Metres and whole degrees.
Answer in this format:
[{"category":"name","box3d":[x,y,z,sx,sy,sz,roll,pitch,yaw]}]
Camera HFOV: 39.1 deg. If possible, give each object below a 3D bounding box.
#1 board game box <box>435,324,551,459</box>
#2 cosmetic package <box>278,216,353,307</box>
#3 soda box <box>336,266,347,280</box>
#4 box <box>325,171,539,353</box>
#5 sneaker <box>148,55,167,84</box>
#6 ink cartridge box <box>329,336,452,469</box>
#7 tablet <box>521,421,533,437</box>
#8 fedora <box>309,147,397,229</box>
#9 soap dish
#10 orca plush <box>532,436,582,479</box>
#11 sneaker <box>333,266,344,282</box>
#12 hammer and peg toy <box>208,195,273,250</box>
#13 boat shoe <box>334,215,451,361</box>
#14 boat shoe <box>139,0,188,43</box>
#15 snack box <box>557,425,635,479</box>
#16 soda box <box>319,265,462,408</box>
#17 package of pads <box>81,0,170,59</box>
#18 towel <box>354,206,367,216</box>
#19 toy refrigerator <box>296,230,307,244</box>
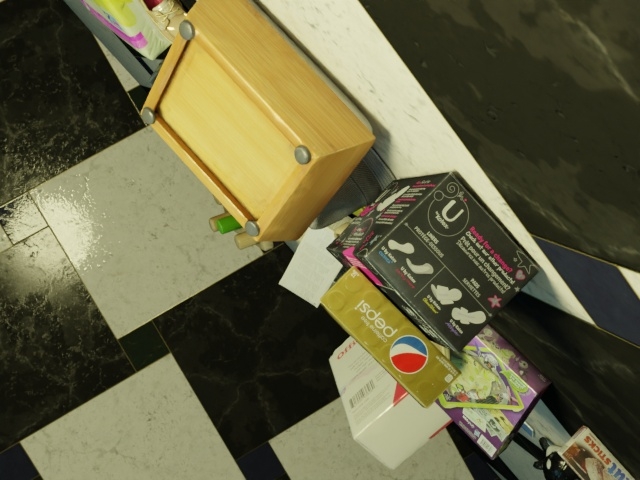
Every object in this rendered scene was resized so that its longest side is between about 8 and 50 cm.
[{"category":"board game box","box3d":[0.221,0.194,1.565,0.347,0.056,0.208,45,145,25]},{"category":"cosmetic package","box3d":[0.002,0.032,1.816,0.099,0.060,0.239,34,140,3]},{"category":"soda box","box3d":[0.124,0.126,2.020,0.091,0.098,0.286,44,172,27]},{"category":"box","box3d":[0.129,0.021,1.112,0.163,0.142,0.247,46,175,-8]},{"category":"sneaker","box3d":[-0.222,-0.284,1.647,0.111,0.121,0.300,50,173,-32]},{"category":"ink cartridge box","box3d":[0.158,0.280,1.843,0.131,0.226,0.306,43,-168,-21]},{"category":"tablet","box3d":[0.454,0.411,2.005,0.054,0.006,0.083,44,173,25]},{"category":"fedora","box3d":[-0.009,-0.101,1.345,0.244,0.124,0.275,49,174,-20]},{"category":"soap dish","box3d":[-0.093,-0.156,1.167,0.291,0.118,0.229,47,136,7]},{"category":"orca plush","box3d":[0.485,0.500,1.906,0.151,0.102,0.287,47,174,4]},{"category":"sneaker","box3d":[0.000,0.000,2.074,0.271,0.100,0.108,48,169,-7]},{"category":"hammer and peg toy","box3d":[-0.217,-0.137,2.116,0.361,0.127,0.266,30,137,61]},{"category":"boat shoe","box3d":[0.117,0.100,1.498,0.302,0.098,0.109,65,156,-3]},{"category":"boat shoe","box3d":[-0.268,-0.393,1.535,0.170,0.063,0.059,47,180,3]},{"category":"snack box","box3d":[0.472,0.391,1.484,0.178,0.064,0.022,47,173,-6]},{"category":"soda box","box3d":[0.082,0.117,1.084,0.181,0.061,0.058,45,175,8]},{"category":"package of pads","box3d":[-0.404,-0.495,1.649,0.229,0.101,0.296,42,171,31]},{"category":"towel","box3d":[0.033,-0.087,1.657,0.102,0.021,0.237,44,175,-31]},{"category":"toy refrigerator","box3d":[-0.046,-0.072,1.893,0.269,0.102,0.094,48,174,-19]}]
